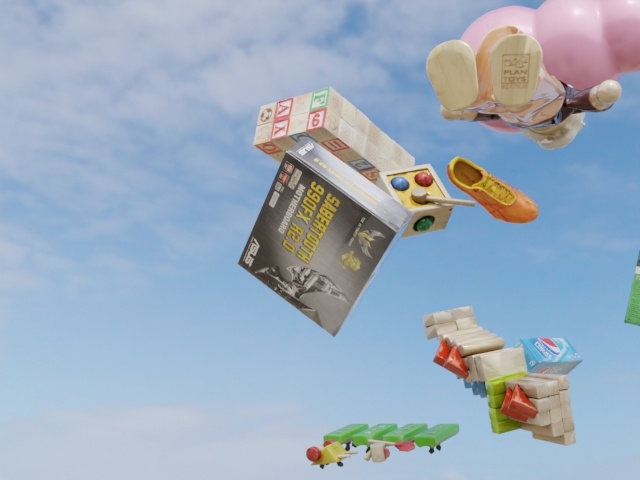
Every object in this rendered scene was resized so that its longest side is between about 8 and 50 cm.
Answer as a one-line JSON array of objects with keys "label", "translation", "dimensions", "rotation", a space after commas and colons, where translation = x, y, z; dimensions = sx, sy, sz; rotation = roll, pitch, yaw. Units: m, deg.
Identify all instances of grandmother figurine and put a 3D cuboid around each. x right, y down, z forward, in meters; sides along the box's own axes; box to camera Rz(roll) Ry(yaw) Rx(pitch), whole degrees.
[{"label": "grandmother figurine", "translation": [0.253, -0.173, 1.026], "dimensions": [0.208, 0.104, 0.342], "rotation": [10, 4, 25]}]

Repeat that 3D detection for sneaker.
[{"label": "sneaker", "translation": [0.288, -0.080, 1.451], "dimensions": [0.175, 0.064, 0.067], "rotation": [29, -2, 8]}]

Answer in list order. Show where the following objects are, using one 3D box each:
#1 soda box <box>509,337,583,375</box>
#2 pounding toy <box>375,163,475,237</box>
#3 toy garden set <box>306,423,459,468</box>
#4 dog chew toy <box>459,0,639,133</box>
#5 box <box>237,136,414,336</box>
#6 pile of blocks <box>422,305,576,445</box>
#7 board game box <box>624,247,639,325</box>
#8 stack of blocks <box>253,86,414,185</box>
[{"label": "soda box", "translation": [0.474, 0.254, 1.833], "dimensions": [0.210, 0.067, 0.071], "rotation": [7, -48, -49]}, {"label": "pounding toy", "translation": [0.189, -0.074, 1.588], "dimensions": [0.130, 0.141, 0.100], "rotation": [-11, -37, -20]}, {"label": "toy garden set", "translation": [0.112, 0.393, 1.626], "dimensions": [0.244, 0.049, 0.204], "rotation": [-8, -2, 33]}, {"label": "dog chew toy", "translation": [0.381, -0.295, 1.351], "dimensions": [0.332, 0.207, 0.206], "rotation": [-16, -26, 30]}, {"label": "box", "translation": [0.000, 0.000, 1.184], "dimensions": [0.183, 0.056, 0.231], "rotation": [38, -47, 10]}, {"label": "pile of blocks", "translation": [0.262, 0.229, 1.416], "dimensions": [0.112, 0.149, 0.362], "rotation": [-7, 24, -23]}, {"label": "board game box", "translation": [0.645, 0.102, 1.417], "dimensions": [0.259, 0.136, 0.030], "rotation": [14, 6, 40]}, {"label": "stack of blocks", "translation": [0.033, -0.172, 1.676], "dimensions": [0.171, 0.087, 0.297], "rotation": [-9, -28, 37]}]
